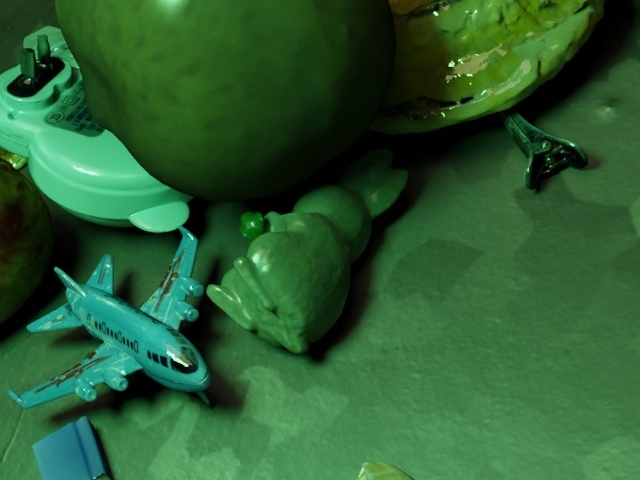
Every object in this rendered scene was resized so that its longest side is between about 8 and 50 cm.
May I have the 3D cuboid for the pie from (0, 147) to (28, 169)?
[{"bbox_3d":[-0.401,-0.120,1.763,0.084,0.020,0.084,-13,45,14],"label":"pie"}]

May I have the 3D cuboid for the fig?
[{"bbox_3d":[-0.404,-0.020,1.585,0.216,0.217,0.321,-21,14,5],"label":"fig"}]

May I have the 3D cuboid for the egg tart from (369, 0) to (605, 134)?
[{"bbox_3d":[0.149,-0.267,1.546,0.345,0.132,0.345,-19,36,14],"label":"egg tart"}]

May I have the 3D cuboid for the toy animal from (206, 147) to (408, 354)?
[{"bbox_3d":[0.000,0.003,1.409,0.125,0.127,0.251,3,35,42],"label":"toy animal"}]

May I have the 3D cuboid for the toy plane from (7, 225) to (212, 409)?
[{"bbox_3d":[-0.192,0.099,1.394,0.254,0.105,0.271,-44,47,-18],"label":"toy plane"}]

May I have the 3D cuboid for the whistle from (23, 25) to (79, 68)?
[{"bbox_3d":[-0.323,-0.214,1.771,0.186,0.093,0.274,-33,40,-11],"label":"whistle"}]

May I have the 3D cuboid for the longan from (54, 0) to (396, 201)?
[{"bbox_3d":[-0.102,-0.221,1.397,0.360,0.361,0.361,-13,45,13],"label":"longan"}]

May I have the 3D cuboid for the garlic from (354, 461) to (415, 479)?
[{"bbox_3d":[0.061,0.267,1.118,0.101,0.087,0.196,6,53,8],"label":"garlic"}]

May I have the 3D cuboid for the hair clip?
[{"bbox_3d":[0.216,-0.141,1.483,0.070,0.039,0.229,-25,42,3],"label":"hair clip"}]

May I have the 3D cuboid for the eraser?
[{"bbox_3d":[-0.247,0.224,1.355,0.063,0.027,0.085,-28,42,-4],"label":"eraser"}]

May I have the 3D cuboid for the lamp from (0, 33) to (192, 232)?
[{"bbox_3d":[-0.254,-0.116,1.566,0.284,0.147,0.209,35,41,-1],"label":"lamp"}]
